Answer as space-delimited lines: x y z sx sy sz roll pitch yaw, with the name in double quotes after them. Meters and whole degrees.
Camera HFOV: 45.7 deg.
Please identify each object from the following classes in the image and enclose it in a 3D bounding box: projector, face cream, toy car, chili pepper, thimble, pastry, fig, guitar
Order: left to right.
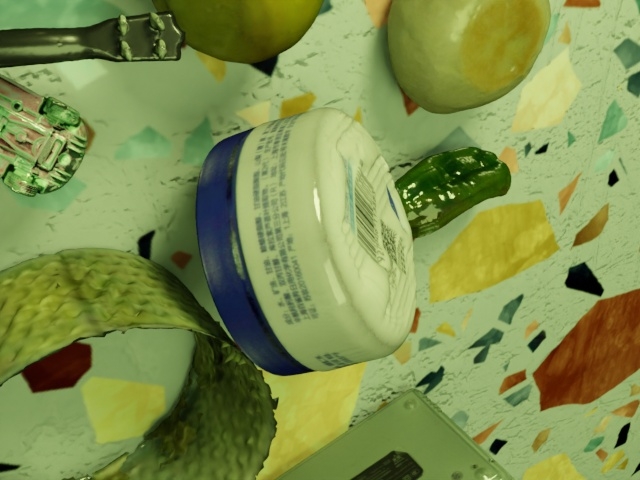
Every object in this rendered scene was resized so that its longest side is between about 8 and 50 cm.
-0.217 -0.115 0.464 0.271 0.038 0.084 -8 105 -12 "guitar"
-0.229 -0.086 0.516 0.142 0.055 0.069 29 94 -20 "toy car"
-0.187 0.151 0.615 0.270 0.150 0.271 -16 122 -26 "thimble"
-0.058 -0.196 0.535 0.153 0.120 0.136 3 110 -61 "fig"
0.000 0.000 0.612 0.111 0.206 0.206 -15 134 21 "face cream"
0.068 0.299 0.845 0.256 0.192 0.099 -29 129 -18 "projector"
0.106 -0.040 0.759 0.203 0.072 0.073 -25 128 -22 "chili pepper"
0.134 -0.186 0.688 0.156 0.092 0.157 -16 128 -21 "pastry"
